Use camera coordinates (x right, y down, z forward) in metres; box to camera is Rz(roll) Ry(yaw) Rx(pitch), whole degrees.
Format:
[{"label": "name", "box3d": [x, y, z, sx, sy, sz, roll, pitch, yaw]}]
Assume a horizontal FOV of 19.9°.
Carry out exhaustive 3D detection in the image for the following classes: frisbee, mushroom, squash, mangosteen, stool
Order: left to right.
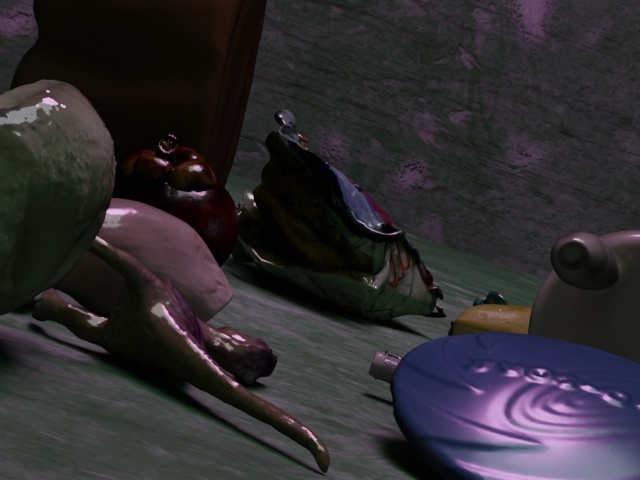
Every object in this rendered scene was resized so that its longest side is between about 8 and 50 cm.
[{"label": "mushroom", "box3d": [-0.158, 0.017, 1.338, 0.213, 0.097, 0.088, 11, -21, -40]}, {"label": "mangosteen", "box3d": [-0.138, -0.031, 1.662, 0.140, 0.140, 0.140, 19, 5, -2]}, {"label": "squash", "box3d": [0.196, 0.107, 1.866, 0.094, 0.094, 0.224, 17, -3, -33]}, {"label": "frisbee", "box3d": [0.190, 0.123, 1.251, 0.290, 0.049, 0.289, 13, 22, -6]}, {"label": "stool", "box3d": [0.267, 0.098, 1.557, 0.195, 0.195, 0.199, 20, 10, 9]}]

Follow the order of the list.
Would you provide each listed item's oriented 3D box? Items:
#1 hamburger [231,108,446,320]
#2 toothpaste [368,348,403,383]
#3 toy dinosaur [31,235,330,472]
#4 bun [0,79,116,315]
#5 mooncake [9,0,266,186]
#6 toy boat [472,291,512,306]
[{"label": "hamburger", "box3d": [-0.008, -0.002, 1.955, 0.260, 0.150, 0.276, 43, -6, 36]}, {"label": "toothpaste", "box3d": [0.156, 0.141, 1.436, 0.248, 0.046, 0.078, 20, 35, 4]}, {"label": "toy dinosaur", "box3d": [-0.090, 0.064, 1.201, 0.200, 0.072, 0.251, 30, -7, -9]}, {"label": "bun", "box3d": [-0.210, -0.012, 1.097, 0.195, 0.195, 0.118, -90, 154, -85]}, {"label": "mooncake", "box3d": [-0.178, -0.178, 1.864, 0.201, 0.378, 0.378, 14, 5, 2]}, {"label": "toy boat", "box3d": [0.281, 0.108, 2.047, 0.293, 0.099, 0.108, 5, 14, -44]}]
